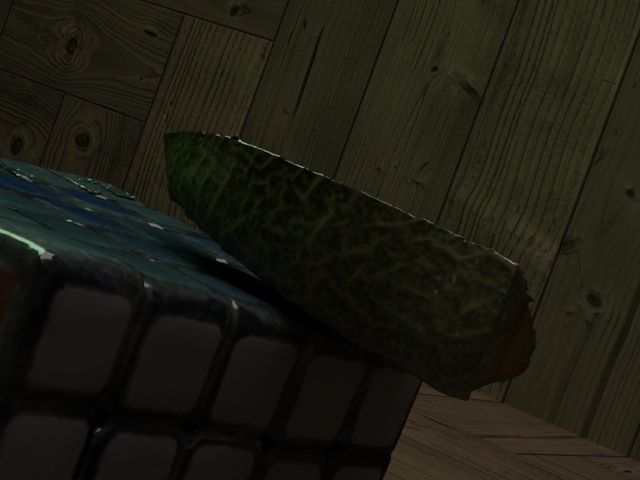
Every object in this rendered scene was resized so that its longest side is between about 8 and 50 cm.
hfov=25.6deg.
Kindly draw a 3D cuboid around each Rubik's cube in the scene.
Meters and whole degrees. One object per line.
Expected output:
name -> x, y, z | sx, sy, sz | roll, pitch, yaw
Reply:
Rubik's cube -> -0.138, 0.096, 0.591 | 0.237, 0.238, 0.237 | 24, 5, 36

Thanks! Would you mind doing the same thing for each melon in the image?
melon -> 0.000, 0.000, 0.557 | 0.182, 0.054, 0.098 | 29, 0, 15
